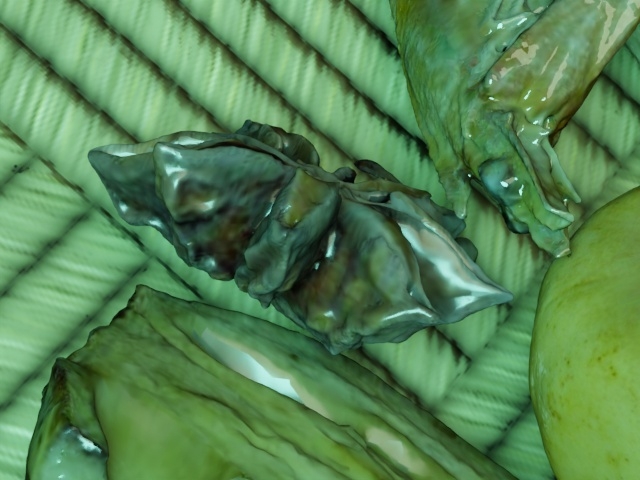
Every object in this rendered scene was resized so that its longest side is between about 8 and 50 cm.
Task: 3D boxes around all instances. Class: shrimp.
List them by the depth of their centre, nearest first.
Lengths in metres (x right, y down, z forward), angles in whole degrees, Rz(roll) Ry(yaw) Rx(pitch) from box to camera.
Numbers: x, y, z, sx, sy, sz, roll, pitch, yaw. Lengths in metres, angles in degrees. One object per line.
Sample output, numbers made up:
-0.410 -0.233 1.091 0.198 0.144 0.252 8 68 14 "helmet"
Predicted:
0.120 -0.120 0.808 0.077 0.168 0.317 42 29 -43 "shrimp"

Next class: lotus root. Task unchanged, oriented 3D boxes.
0.001 0.165 0.697 0.314 0.142 0.210 35 22 4 "lotus root"

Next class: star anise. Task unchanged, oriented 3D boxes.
0.000 0.000 0.751 0.231 0.209 0.089 25 105 -25 "star anise"

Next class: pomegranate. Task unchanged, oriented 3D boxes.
0.215 0.073 0.752 0.233 0.233 0.233 7 68 -17 "pomegranate"

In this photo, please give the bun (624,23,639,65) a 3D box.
0.345 -0.178 0.889 0.349 0.227 0.352 20 67 -13 "bun"
